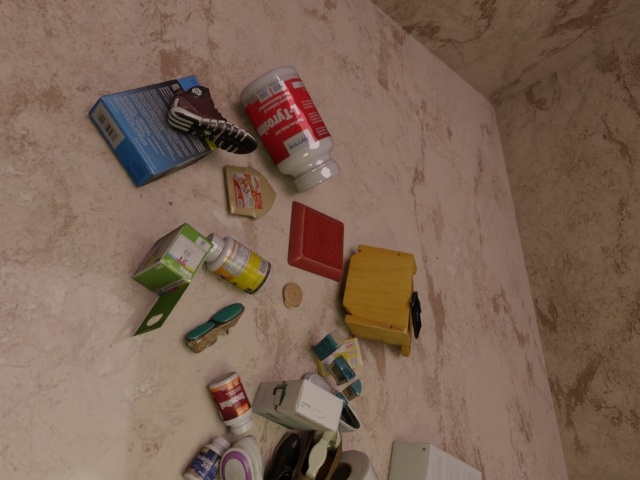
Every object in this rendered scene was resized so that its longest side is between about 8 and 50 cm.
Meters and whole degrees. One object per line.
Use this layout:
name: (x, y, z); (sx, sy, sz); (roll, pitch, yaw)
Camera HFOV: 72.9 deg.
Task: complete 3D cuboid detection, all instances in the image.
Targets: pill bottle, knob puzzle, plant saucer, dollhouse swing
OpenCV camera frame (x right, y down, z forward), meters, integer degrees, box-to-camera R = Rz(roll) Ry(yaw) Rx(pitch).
pill bottle: (-0.240, 0.446, 1.186); (0.086, 0.086, 0.152); (-22, 89, -46)
pill bottle: (-0.097, -0.387, 1.560); (0.229, 0.229, 0.408); (-35, 98, -46)
knob puzzle: (-0.236, -0.161, 1.477); (0.213, 0.030, 0.213); (19, 61, -37)
plant saucer: (0.000, 0.000, 1.627); (0.259, 0.047, 0.258); (23, 59, -37)
dollhouse swing: (0.245, 0.260, 1.737); (0.315, 0.305, 0.347); (10, 55, 4)
pill bottle: (-0.285, 0.567, 1.107); (0.067, 0.067, 0.120); (53, 46, -14)
pill bottle: (-0.257, 0.068, 1.301); (0.215, 0.117, 0.117); (37, 51, -27)

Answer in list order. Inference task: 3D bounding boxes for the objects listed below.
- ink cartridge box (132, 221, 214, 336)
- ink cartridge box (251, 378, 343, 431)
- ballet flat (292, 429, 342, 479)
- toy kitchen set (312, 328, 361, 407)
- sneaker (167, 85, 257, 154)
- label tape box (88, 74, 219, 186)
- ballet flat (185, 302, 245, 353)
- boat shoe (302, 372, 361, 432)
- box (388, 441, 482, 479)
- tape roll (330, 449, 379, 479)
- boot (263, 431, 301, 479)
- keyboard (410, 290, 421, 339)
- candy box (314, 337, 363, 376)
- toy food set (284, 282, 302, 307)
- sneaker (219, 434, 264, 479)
ink cartridge box: (-0.405, 0.100, 1.094); (0.097, 0.188, 0.255); (43, 49, -24)
ink cartridge box: (-0.067, 0.475, 1.243); (0.160, 0.219, 0.093); (38, 51, -27)
ballet flat: (0.001, 0.606, 1.241); (0.342, 0.116, 0.124); (-35, 142, -69)
toy kitchen set: (0.029, 0.420, 1.356); (0.166, 0.122, 0.207); (-23, 69, -41)
sneaker: (-0.309, -0.376, 1.297); (0.281, 0.106, 0.163); (18, 57, -40)
label tape box: (-0.454, -0.331, 1.282); (0.241, 0.106, 0.333); (59, 42, -9)
ballet flat: (-0.296, 0.252, 1.239); (0.206, 0.073, 0.067); (-30, 122, -43)
boat shoe: (0.044, 0.530, 1.425); (0.258, 0.084, 0.095); (50, 47, -17)
box: (0.420, 0.899, 1.576); (0.345, 0.168, 0.215); (38, 51, -28)
tape roll: (0.064, 0.752, 1.240); (0.246, 0.246, 0.169); (-27, 93, -46)
boot: (-0.090, 0.627, 1.210); (0.077, 0.137, 0.198); (32, 49, -4)
keyboard: (0.362, 0.276, 1.641); (0.108, 0.023, 0.180); (-55, 141, -48)
candy box: (0.067, 0.411, 1.537); (0.206, 0.027, 0.105); (2, 68, -44)
toy food set: (-0.093, 0.186, 1.480); (0.082, 0.020, 0.083); (-3, 75, -45)
sneaker: (-0.181, 0.665, 1.131); (0.152, 0.114, 0.305); (-15, 102, -80)
